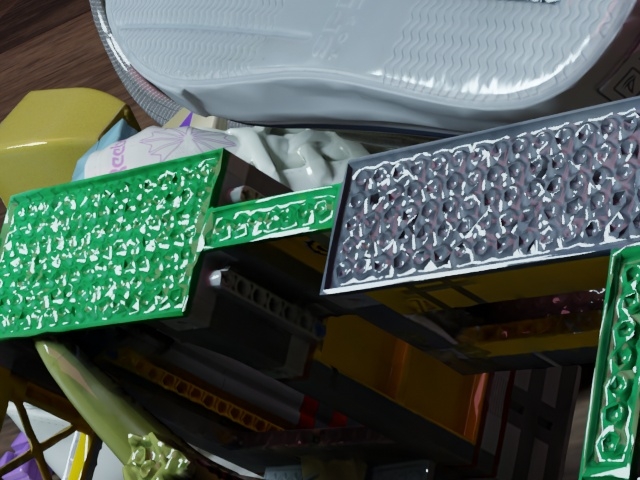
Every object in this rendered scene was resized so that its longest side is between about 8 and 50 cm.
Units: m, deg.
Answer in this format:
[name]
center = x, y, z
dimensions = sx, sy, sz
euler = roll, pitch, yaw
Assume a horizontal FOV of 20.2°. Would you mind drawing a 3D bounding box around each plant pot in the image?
[plant pot]
center = -0.159, -0.053, 1.187
dimensions = 0.083, 0.081, 0.081
euler = -9, 31, 31

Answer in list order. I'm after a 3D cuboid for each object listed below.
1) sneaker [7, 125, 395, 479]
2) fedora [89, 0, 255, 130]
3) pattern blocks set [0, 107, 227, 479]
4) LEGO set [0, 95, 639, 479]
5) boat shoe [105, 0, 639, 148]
[sneaker]
center = 0.000, 0.000, 0.684
dimensions = 0.305, 0.152, 0.114
euler = -35, 18, 12
[fedora]
center = -0.028, -0.176, 1.120
dimensions = 0.124, 0.244, 0.275
euler = -13, 2, -40
[pattern blocks set]
center = -0.098, 0.004, 0.956
dimensions = 0.285, 0.026, 0.325
euler = -35, 27, 35
[LEGO set]
center = 0.037, 0.099, 0.475
dimensions = 0.331, 0.192, 0.255
euler = -18, 54, 39
[boat shoe]
center = 0.027, -0.068, 0.610
dimensions = 0.302, 0.094, 0.109
euler = 24, 82, 54
